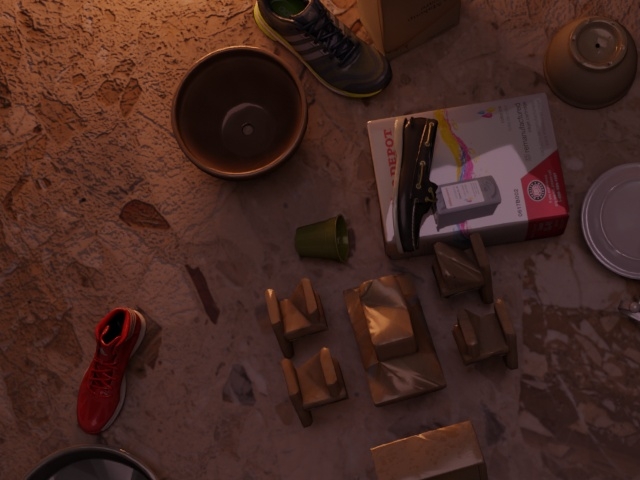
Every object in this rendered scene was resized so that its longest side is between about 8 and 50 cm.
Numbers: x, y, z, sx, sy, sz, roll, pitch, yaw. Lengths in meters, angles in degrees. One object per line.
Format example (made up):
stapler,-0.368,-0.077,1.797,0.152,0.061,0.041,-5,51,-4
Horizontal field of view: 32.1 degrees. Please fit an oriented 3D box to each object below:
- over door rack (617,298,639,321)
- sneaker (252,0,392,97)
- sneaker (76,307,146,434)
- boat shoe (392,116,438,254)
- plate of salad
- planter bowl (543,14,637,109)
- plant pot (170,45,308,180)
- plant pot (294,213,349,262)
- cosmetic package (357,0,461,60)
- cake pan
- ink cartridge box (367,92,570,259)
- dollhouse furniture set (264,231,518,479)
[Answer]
over door rack,0.672,0.080,1.772,0.324,0.108,0.240,28,81,0
sneaker,-0.004,-0.358,1.953,0.300,0.121,0.111,35,83,12
sneaker,-0.366,0.210,1.850,0.087,0.128,0.221,13,78,8
boat shoe,0.152,-0.090,1.764,0.068,0.081,0.228,-1,74,11
plate of salad,0.533,-0.032,1.862,0.199,0.048,0.200,0,79,0
planter bowl,0.470,-0.319,1.907,0.162,0.109,0.162,-1,77,4
plant pot,-0.135,-0.208,1.937,0.237,0.110,0.238,-1,76,5
plant pot,0.000,0.000,1.897,0.079,0.083,0.083,-6,76,16
cosmetic package,0.146,-0.434,1.861,0.160,0.309,0.113,-29,75,-1
cake pan,-0.377,0.483,1.826,0.293,0.054,0.293,-1,77,5
ink cartridge box,0.244,-0.105,1.867,0.306,0.131,0.226,-9,76,2
dollhouse furniture set,0.142,0.247,1.786,0.362,0.256,0.394,-16,55,1
